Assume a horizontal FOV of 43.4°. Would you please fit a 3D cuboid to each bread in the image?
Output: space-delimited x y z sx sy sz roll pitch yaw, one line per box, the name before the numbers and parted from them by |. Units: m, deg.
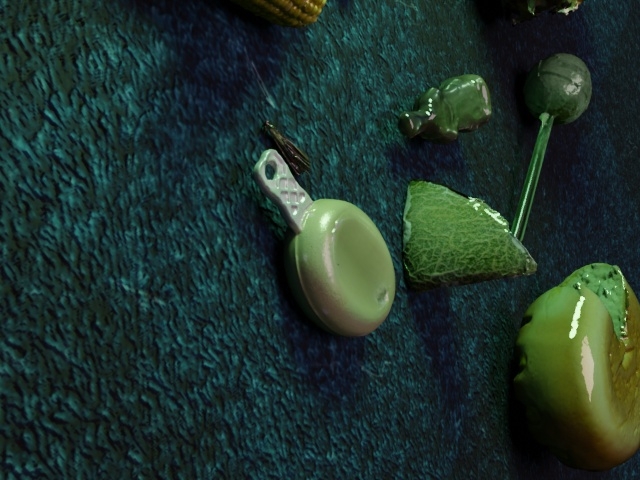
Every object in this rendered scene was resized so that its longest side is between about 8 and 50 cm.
bread | 0.403 0.199 1.245 0.333 0.160 0.333 15 71 -49

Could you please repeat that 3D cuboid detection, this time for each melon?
melon | 0.166 0.017 1.023 0.139 0.202 0.093 -48 148 -8

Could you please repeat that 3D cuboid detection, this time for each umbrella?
umbrella | -0.034 -0.097 0.847 0.083 0.020 0.031 43 49 -33

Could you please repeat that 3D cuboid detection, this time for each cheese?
cheese | 0.000 0.000 0.831 0.227 0.064 0.137 53 42 -30

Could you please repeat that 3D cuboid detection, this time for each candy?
candy | 0.361 -0.139 1.347 0.119 0.119 0.440 46 56 -37

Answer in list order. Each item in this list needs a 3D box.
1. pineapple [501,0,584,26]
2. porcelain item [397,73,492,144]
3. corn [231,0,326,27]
pineapple | 0.407 -0.529 1.278 0.352 0.352 0.300 -51 121 -46
porcelain item | 0.161 -0.167 1.083 0.215 0.069 0.081 -32 111 -53
corn | -0.086 -0.277 0.765 0.248 0.081 0.081 20 66 -50
